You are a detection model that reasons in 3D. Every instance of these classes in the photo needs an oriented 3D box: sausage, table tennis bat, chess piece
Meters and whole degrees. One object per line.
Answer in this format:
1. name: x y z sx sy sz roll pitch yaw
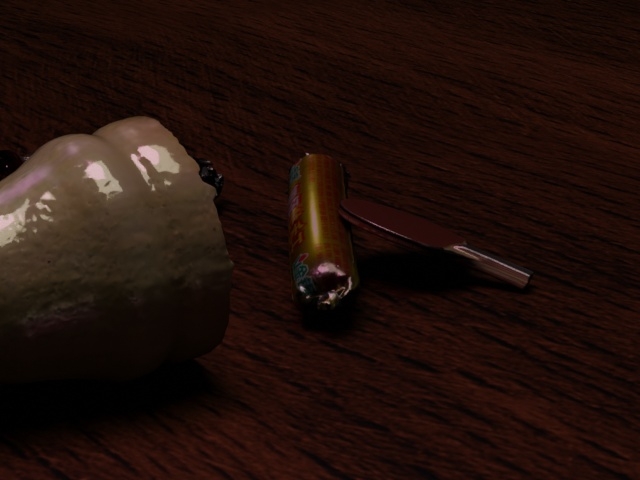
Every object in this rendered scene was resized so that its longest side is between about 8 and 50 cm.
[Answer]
1. sausage: 0.000 0.000 1.539 0.082 0.082 0.371 -3 21 0
2. table tennis bat: 0.119 0.001 1.507 0.220 0.019 0.130 23 14 18
3. chess piece: -0.315 0.055 1.214 0.442 0.234 0.234 -18 25 -28

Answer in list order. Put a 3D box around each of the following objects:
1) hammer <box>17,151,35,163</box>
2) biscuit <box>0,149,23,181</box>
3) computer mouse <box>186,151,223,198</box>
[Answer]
1. hammer: -0.377 -0.065 1.819 0.125 0.027 0.297 -11 23 -23
2. biscuit: -0.244 -0.016 1.526 0.235 0.063 0.151 29 -2 -36
3. computer mouse: -0.227 -0.062 1.713 0.241 0.077 0.146 -7 40 -31
